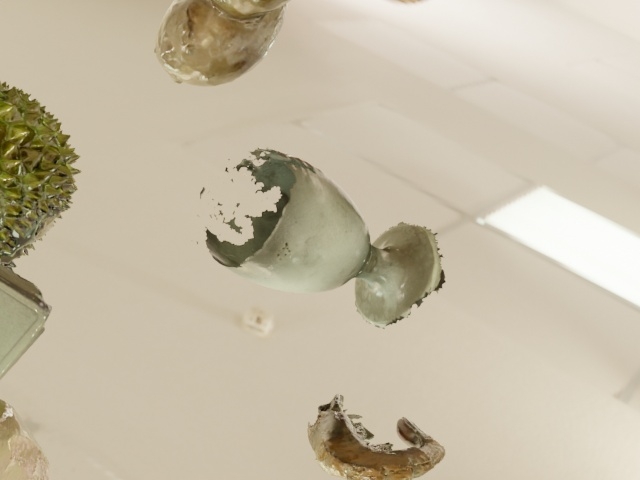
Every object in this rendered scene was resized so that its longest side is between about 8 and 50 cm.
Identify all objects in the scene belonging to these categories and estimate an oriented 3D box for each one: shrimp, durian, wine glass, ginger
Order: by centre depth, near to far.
[{"bbox_3d":[-0.403,-0.063,1.313,0.224,0.291,0.291,37,-154,28],"label":"durian"},{"bbox_3d":[0.071,0.255,1.459,0.173,0.058,0.253,-1,-169,-2],"label":"shrimp"},{"bbox_3d":[-0.114,-0.355,1.556,0.244,0.304,0.155,-33,-110,-33],"label":"ginger"},{"bbox_3d":[0.005,0.002,1.628,0.357,0.190,0.190,24,-163,-37],"label":"wine glass"}]

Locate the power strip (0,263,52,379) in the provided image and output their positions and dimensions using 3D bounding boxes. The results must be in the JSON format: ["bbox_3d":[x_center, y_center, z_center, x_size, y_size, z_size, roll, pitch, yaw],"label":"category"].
[{"bbox_3d":[-0.323,0.041,0.841,0.213,0.198,0.064,37,-148,-15],"label":"power strip"}]

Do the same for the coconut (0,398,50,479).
[{"bbox_3d":[-0.428,0.299,1.359,0.224,0.224,0.234,24,-134,5],"label":"coconut"}]
